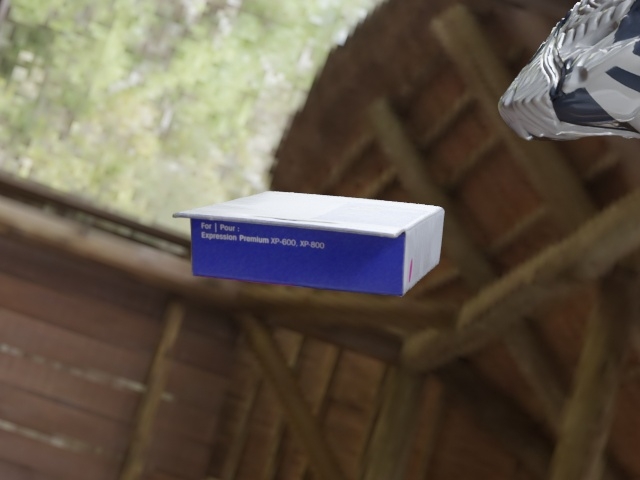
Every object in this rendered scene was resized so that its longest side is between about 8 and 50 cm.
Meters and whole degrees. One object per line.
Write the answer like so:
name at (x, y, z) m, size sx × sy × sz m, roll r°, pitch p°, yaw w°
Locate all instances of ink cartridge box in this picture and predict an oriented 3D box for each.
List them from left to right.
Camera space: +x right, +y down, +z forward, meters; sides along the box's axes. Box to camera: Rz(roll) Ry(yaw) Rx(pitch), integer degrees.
ink cartridge box at (0.000, 0.000, 1.509) m, size 0.371 × 0.175 × 0.069 m, roll -12°, pitch 107°, yaw -81°

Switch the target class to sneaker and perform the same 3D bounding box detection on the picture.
sneaker at (0.195, -0.055, 0.828) m, size 0.235 × 0.153 × 0.094 m, roll -24°, pitch -155°, yaw 54°
